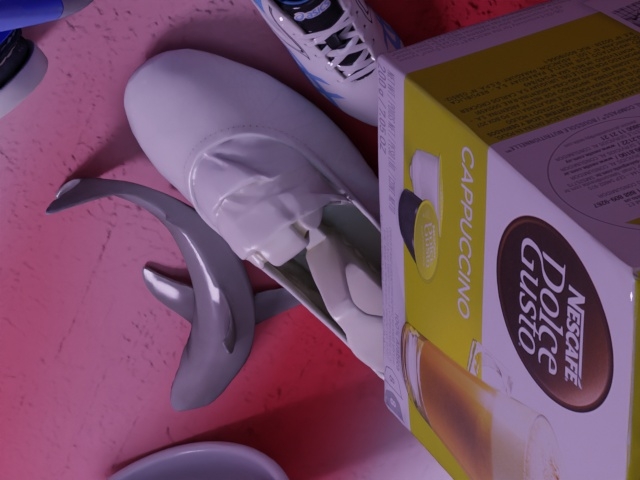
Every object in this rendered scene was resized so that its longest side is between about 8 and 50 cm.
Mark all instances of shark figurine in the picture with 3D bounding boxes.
[{"bbox_3d":[-0.105,0.039,1.539,0.166,0.116,0.278,-21,125,10],"label":"shark figurine"}]

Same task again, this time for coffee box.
[{"bbox_3d":[0.267,0.029,1.348,0.338,0.334,0.337,-18,127,-20],"label":"coffee box"}]

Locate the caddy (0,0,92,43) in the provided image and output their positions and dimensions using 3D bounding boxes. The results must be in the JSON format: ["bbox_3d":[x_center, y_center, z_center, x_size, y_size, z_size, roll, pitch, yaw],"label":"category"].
[{"bbox_3d":[-0.226,-0.216,1.237,0.179,0.341,0.241,37,118,-5],"label":"caddy"}]

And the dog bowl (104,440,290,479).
[{"bbox_3d":[-0.123,0.310,1.630,0.265,0.265,0.104,-20,125,11],"label":"dog bowl"}]

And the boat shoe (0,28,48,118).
[{"bbox_3d":[-0.383,-0.092,1.427,0.340,0.127,0.113,-26,120,13],"label":"boat shoe"}]

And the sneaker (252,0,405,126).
[{"bbox_3d":[0.001,-0.170,1.415,0.085,0.086,0.237,-28,122,14],"label":"sneaker"}]

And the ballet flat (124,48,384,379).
[{"bbox_3d":[0.000,0.000,1.504,0.139,0.139,0.400,-36,118,20],"label":"ballet flat"}]
